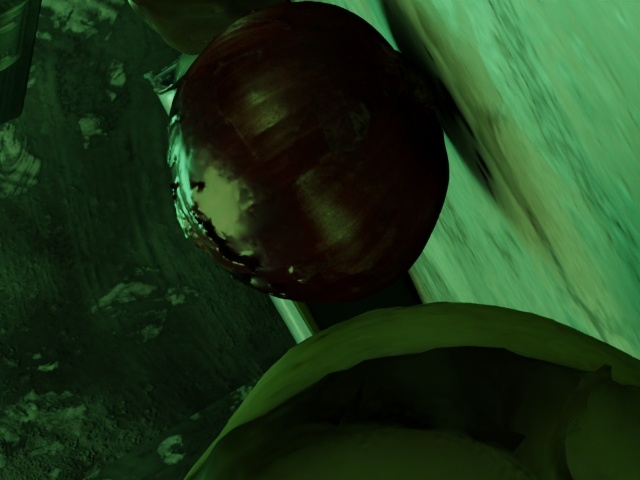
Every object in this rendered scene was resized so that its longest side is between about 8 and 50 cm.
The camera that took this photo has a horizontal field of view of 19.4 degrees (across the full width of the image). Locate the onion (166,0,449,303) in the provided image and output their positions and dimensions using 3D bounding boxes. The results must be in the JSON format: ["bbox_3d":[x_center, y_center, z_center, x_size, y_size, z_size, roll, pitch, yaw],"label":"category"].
[{"bbox_3d":[-0.004,-0.036,0.775,0.131,0.131,0.131,60,178,4],"label":"onion"}]

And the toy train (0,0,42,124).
[{"bbox_3d":[-0.182,-0.198,0.984,0.089,0.086,0.409,59,151,22],"label":"toy train"}]

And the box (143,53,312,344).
[{"bbox_3d":[-0.038,-0.024,1.795,0.370,0.112,0.190,60,177,-12],"label":"box"}]

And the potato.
[{"bbox_3d":[0.056,0.137,0.560,0.285,0.242,0.242,41,-178,-13],"label":"potato"}]

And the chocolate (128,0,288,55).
[{"bbox_3d":[-0.100,-0.199,1.104,0.148,0.093,0.214,61,178,20],"label":"chocolate"}]

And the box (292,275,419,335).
[{"bbox_3d":[0.000,0.000,1.479,0.144,0.090,0.201,58,177,37],"label":"box"}]
